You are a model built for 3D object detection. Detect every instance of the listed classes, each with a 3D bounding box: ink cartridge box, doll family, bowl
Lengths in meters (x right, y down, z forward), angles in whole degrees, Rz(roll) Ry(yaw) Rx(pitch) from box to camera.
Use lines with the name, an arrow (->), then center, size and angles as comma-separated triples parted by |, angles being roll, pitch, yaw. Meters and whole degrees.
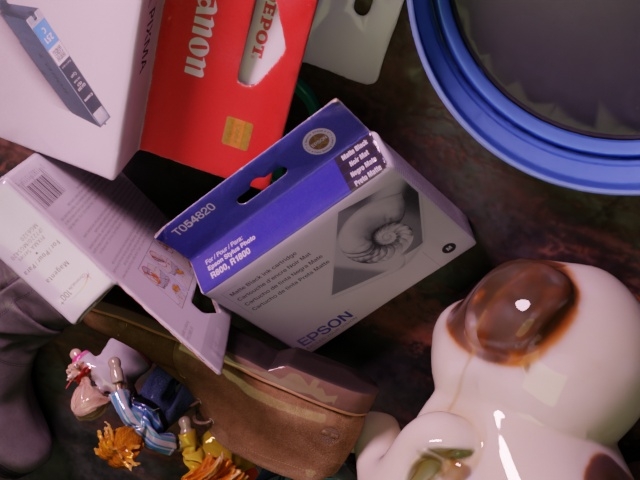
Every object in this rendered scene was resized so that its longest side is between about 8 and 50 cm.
ink cartridge box -> -0.097, -0.261, 0.929 | 0.354, 0.119, 0.207 | 19, 117, 3
ink cartridge box -> 0.000, 0.000, 0.996 | 0.223, 0.045, 0.224 | -35, 135, 19
doll family -> -0.143, 0.187, 1.087 | 0.263, 0.163, 0.118 | 44, 146, -6
ink cartridge box -> -0.187, 0.014, 0.987 | 0.060, 0.275, 0.239 | -43, 101, 9
bowl -> 0.267, -0.229, 0.885 | 0.391, 0.077, 0.391 | 4, 116, 9
ink cartridge box -> -0.143, -0.182, 0.867 | 0.261, 0.066, 0.296 | 20, 127, 4

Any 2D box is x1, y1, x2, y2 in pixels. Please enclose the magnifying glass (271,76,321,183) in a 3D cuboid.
magnifying glass -> -0.022, -0.061, 1.060 | 0.092, 0.026, 0.230 | -15, 108, 18

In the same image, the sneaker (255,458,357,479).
sneaker -> -0.065, 0.323, 1.184 | 0.262, 0.125, 0.104 | -24, 112, 22

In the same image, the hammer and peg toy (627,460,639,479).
hammer and peg toy -> 0.483, 0.345, 1.077 | 0.266, 0.127, 0.361 | -27, 106, 20

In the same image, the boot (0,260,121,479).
boot -> -0.312, 0.103, 1.152 | 0.223, 0.118, 0.338 | -17, 118, 8

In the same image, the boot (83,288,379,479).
boot -> -0.106, 0.135, 1.016 | 0.305, 0.112, 0.115 | 23, 101, 11

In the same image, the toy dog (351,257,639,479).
toy dog -> 0.187, 0.216, 0.963 | 0.285, 0.407, 0.395 | 13, 165, -31
